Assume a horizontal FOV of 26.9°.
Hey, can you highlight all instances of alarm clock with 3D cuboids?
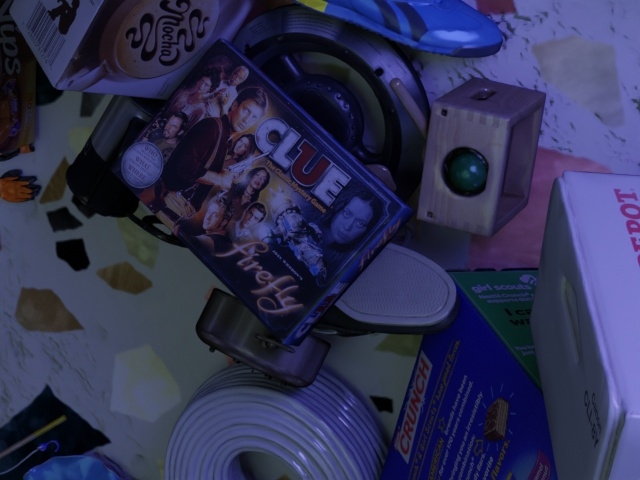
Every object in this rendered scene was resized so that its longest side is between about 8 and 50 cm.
[{"bbox_3d":[-0.056,0.098,1.298,0.129,0.192,0.064,27,83,-7],"label":"alarm clock"}]

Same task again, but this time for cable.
[{"bbox_3d":[-0.049,0.253,1.415,0.257,0.089,0.257,-15,100,30],"label":"cable"}]

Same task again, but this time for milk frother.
[{"bbox_3d":[-0.166,-0.076,1.368,0.143,0.129,0.134,18,125,-28],"label":"milk frother"}]

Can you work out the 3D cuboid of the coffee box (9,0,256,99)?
[{"bbox_3d":[-0.133,-0.278,1.213,0.297,0.168,0.119,-53,56,30],"label":"coffee box"}]

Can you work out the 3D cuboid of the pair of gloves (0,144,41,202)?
[{"bbox_3d":[-0.348,-0.083,1.495,0.074,0.010,0.083,3,108,26],"label":"pair of gloves"}]

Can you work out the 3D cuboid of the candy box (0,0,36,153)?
[{"bbox_3d":[-0.347,-0.186,1.397,0.053,0.109,0.186,14,110,21],"label":"candy box"}]

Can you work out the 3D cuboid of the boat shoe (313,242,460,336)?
[{"bbox_3d":[0.038,0.052,1.244,0.233,0.084,0.079,5,148,41],"label":"boat shoe"}]

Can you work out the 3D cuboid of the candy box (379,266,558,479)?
[{"bbox_3d":[0.182,0.213,1.168,0.317,0.122,0.268,-125,43,-54],"label":"candy box"}]

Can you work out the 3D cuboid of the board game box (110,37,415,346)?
[{"bbox_3d":[-0.056,-0.046,1.219,0.243,0.042,0.165,43,98,19],"label":"board game box"}]

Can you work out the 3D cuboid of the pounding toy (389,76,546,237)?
[{"bbox_3d":[0.125,-0.084,1.180,0.100,0.141,0.130,15,113,22],"label":"pounding toy"}]

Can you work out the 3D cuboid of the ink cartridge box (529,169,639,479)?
[{"bbox_3d":[0.359,0.095,0.957,0.385,0.279,0.160,4,126,-3],"label":"ink cartridge box"}]

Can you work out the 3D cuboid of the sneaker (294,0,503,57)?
[{"bbox_3d":[0.068,-0.226,1.190,0.209,0.069,0.082,22,117,9],"label":"sneaker"}]

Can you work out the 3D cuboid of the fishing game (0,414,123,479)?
[{"bbox_3d":[-0.293,0.342,1.547,0.189,0.041,0.264,-27,77,12],"label":"fishing game"}]

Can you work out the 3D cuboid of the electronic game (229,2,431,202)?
[{"bbox_3d":[-0.001,-0.116,1.286,0.229,0.048,0.229,13,121,22],"label":"electronic game"}]

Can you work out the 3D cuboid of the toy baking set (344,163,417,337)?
[{"bbox_3d":[-0.007,-0.001,1.313,0.197,0.030,0.256,19,135,10],"label":"toy baking set"}]
